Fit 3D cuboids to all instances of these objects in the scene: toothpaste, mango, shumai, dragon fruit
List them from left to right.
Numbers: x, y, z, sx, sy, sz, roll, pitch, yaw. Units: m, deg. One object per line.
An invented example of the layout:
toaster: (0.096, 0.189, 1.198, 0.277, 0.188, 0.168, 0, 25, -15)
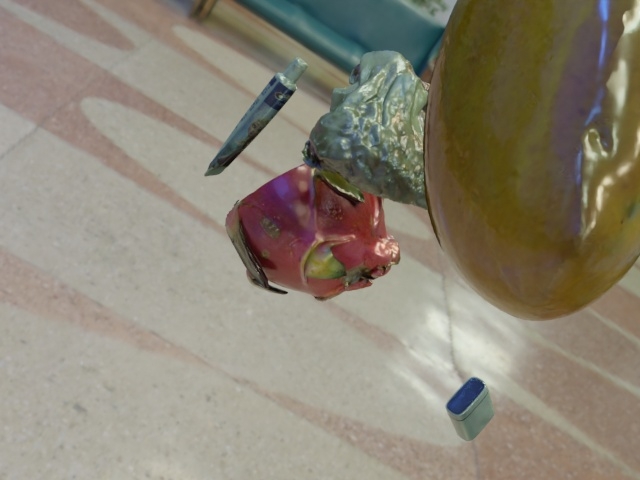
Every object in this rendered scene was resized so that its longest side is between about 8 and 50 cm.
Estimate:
toothpaste: (-0.092, -0.172, 1.306, 0.037, 0.216, 0.062, 45, 17, 10)
dragon fruit: (0.000, 0.000, 1.656, 0.226, 0.305, 0.305, 60, 26, 11)
shumai: (0.109, -0.171, 1.390, 0.189, 0.218, 0.256, 17, 3, 33)
mango: (0.238, -0.136, 0.882, 0.232, 0.446, 0.300, 25, -16, -36)

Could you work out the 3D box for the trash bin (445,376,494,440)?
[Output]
trash bin: (0.369, 0.413, 2.249, 0.059, 0.116, 0.130, 33, -21, 40)
